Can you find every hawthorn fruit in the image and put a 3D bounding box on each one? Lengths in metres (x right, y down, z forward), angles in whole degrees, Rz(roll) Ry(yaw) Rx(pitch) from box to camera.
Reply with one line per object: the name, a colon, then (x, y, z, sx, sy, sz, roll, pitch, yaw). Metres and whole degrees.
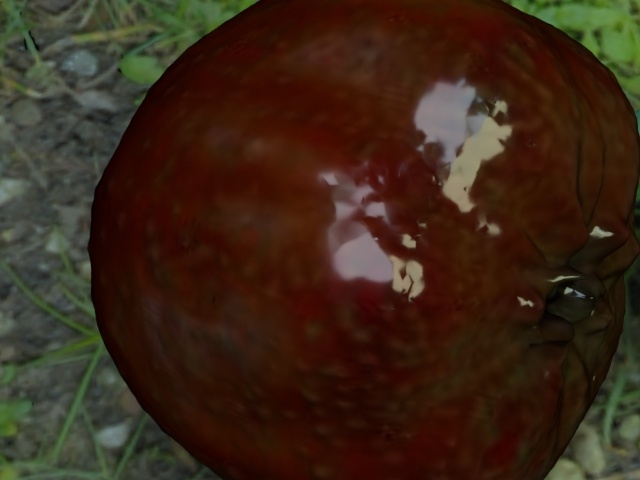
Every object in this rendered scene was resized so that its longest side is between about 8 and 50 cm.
hawthorn fruit: (0.000, 0.000, 0.858, 0.330, 0.287, 0.287, 13, 64, 38)

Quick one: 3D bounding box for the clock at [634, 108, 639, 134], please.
clock: (0.230, 0.016, 0.873, 0.060, 0.148, 0.188, -22, 60, 36)
